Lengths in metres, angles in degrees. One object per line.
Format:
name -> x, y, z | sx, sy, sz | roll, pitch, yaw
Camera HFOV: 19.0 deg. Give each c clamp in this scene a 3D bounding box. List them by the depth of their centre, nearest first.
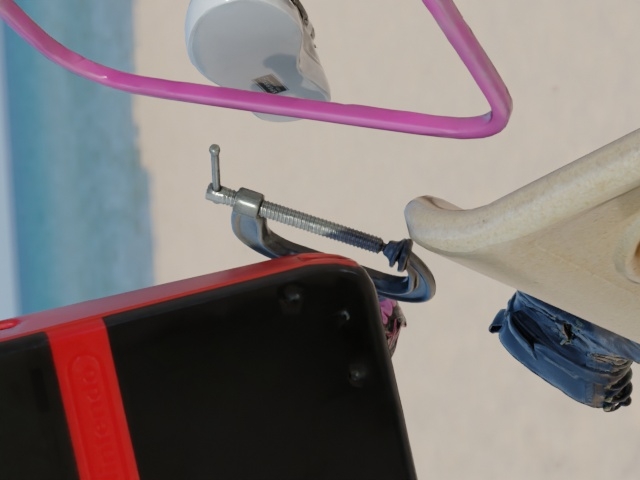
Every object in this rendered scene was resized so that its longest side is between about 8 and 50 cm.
c clamp -> 0.000, 0.000, 1.202 | 0.137, 0.161, 0.022 | 106, -176, -69

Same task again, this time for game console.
game console -> -0.093, 0.222, 0.901 | 0.060, 0.342, 0.386 | -10, 92, 64

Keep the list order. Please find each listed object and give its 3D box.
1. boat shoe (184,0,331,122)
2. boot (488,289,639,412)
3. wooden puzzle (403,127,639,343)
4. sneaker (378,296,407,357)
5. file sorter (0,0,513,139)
boat shoe -> -0.042, -0.150, 1.317 | 0.228, 0.080, 0.076 | 39, -143, -69
boot -> 0.259, 0.087, 1.644 | 0.263, 0.091, 0.229 | 32, 159, 22
wooden puzzle -> 0.254, -0.007, 0.707 | 0.322, 0.348, 0.080 | 22, -129, -54
sneaker -> 0.044, 0.091, 1.625 | 0.119, 0.047, 0.057 | -59, -45, -41
file sorter -> -0.001, -0.200, 0.635 | 0.182, 0.202, 0.290 | 47, -122, -57
